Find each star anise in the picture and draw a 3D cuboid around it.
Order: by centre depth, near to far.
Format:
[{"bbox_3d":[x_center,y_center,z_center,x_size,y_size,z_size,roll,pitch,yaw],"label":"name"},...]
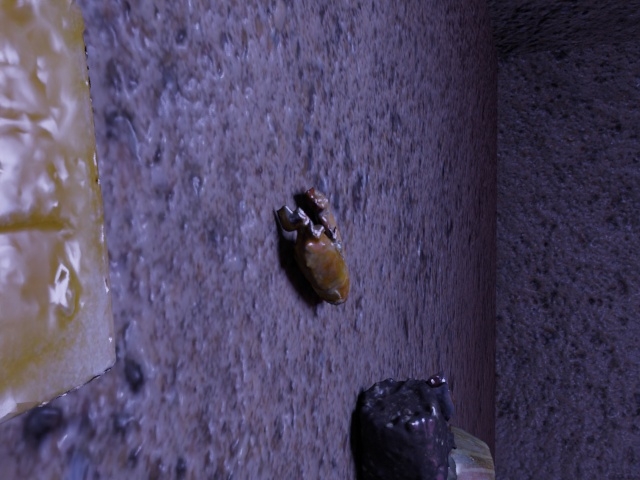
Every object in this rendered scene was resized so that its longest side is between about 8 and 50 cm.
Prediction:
[{"bbox_3d":[0.190,0.344,1.210,0.209,0.089,0.231,79,20,-57],"label":"star anise"}]

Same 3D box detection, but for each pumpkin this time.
[{"bbox_3d":[0.272,0.468,1.322,0.217,0.110,0.217,5,90,-85],"label":"pumpkin"}]

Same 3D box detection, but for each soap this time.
[{"bbox_3d":[-0.172,-0.049,0.290,0.160,0.080,0.257,-22,109,-69],"label":"soap"}]

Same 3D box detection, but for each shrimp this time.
[{"bbox_3d":[-0.004,0.002,0.798,0.187,0.052,0.132,60,15,-61],"label":"shrimp"}]

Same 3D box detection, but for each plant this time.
[{"bbox_3d":[0.124,0.304,0.985,0.132,0.129,0.194,-55,135,-54],"label":"plant"}]
